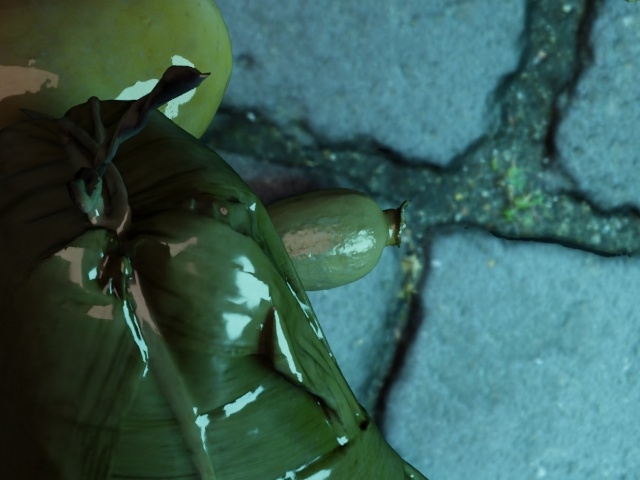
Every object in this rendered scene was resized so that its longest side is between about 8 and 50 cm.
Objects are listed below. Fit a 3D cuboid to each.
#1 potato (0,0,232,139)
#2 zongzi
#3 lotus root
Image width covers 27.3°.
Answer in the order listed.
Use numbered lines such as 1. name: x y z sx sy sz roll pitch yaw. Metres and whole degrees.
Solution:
1. potato: -0.167 -0.106 0.848 0.233 0.146 0.150 -10 135 -18
2. zongzi: -0.009 0.073 0.858 0.466 0.218 0.500 -9 128 -30
3. lotus root: 0.000 0.000 0.959 0.150 0.062 0.073 -10 104 -16
